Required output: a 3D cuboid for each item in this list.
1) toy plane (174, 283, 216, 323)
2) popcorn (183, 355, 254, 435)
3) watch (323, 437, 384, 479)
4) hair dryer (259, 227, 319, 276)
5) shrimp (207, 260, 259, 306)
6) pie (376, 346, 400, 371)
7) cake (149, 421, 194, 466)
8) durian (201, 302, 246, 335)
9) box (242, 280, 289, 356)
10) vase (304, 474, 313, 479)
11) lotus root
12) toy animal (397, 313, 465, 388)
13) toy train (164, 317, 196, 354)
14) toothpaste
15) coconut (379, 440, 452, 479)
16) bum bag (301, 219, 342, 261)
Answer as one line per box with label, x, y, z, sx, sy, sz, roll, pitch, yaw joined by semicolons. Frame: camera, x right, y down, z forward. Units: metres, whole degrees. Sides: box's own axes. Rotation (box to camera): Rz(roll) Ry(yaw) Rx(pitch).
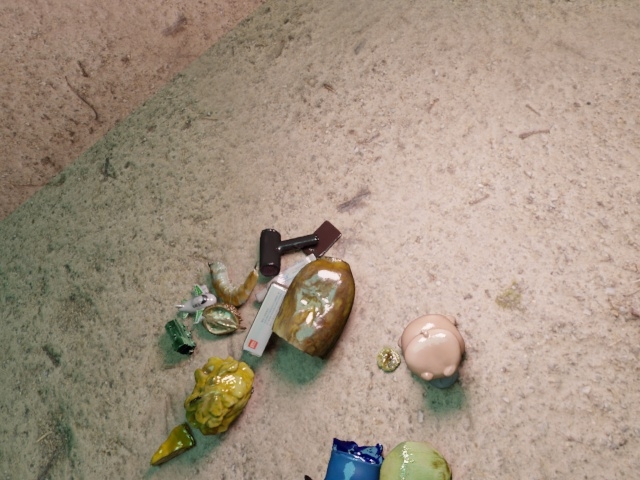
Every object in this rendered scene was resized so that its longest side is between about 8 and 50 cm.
toy plane;-0.506;0.260;2.279;0.174;0.080;0.174;-10;63;19
popcorn;-0.362;0.550;1.998;0.286;0.215;0.252;-46;24;-2
watch;0.099;0.703;1.708;0.196;0.200;0.171;-1;70;22
hair dryer;-0.124;0.022;2.174;0.251;0.089;0.197;-17;44;15
shrimp;-0.345;0.173;2.211;0.287;0.068;0.185;-2;93;45
pie;0.230;0.402;1.890;0.084;0.020;0.084;-10;63;21
cake;-0.565;0.755;2.077;0.185;0.079;0.116;-29;60;16
durian;-0.370;0.303;2.183;0.188;0.091;0.148;22;113;9
box;-0.198;0.285;2.051;0.079;0.135;0.269;25;90;-5
vase;-0.093;0.839;1.818;0.167;0.059;0.059;-40;56;3
lotus root;-0.006;0.224;1.958;0.250;0.250;0.346;20;83;32
toy animal;0.344;0.337;1.745;0.210;0.221;0.230;-21;60;11
toy train;-0.564;0.384;2.230;0.071;0.111;0.170;-40;57;1
toothpaste;-0.126;0.165;2.151;0.282;0.068;0.099;-29;102;8
coconut;0.290;0.704;1.612;0.236;0.236;0.205;40;111;34
bum bag;0.000;0.000;2.188;0.159;0.026;0.109;-46;55;-1
